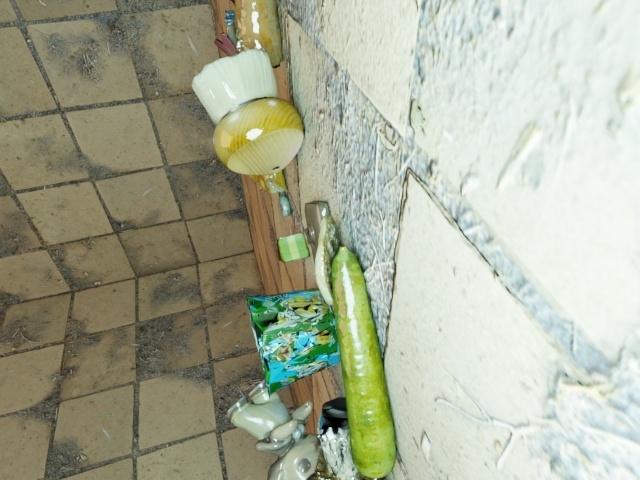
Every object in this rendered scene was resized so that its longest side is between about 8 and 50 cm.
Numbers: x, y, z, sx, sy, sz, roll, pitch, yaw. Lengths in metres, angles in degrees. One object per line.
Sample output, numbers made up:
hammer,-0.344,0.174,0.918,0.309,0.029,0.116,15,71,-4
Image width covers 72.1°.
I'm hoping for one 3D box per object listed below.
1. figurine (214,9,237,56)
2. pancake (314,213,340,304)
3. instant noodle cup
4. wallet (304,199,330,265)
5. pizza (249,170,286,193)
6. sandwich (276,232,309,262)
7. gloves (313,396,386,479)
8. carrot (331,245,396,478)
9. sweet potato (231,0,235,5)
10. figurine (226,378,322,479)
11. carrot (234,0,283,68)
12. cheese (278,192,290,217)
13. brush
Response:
figurine,-0.278,-0.594,1.390,0.260,0.103,0.205,90,163,-53
pancake,0.018,0.031,0.716,0.151,0.025,0.151,-4,-90,-74
instant noodle cup,-0.062,0.217,1.013,0.240,0.178,0.240,167,90,-79
wallet,0.000,0.000,0.842,0.118,0.039,0.152,-163,60,-75
pizza,-0.190,-0.270,1.275,0.335,0.086,0.226,61,160,10
sandwich,-0.071,0.047,1.142,0.116,0.074,0.074,95,160,-58
gloves,0.057,0.451,0.803,0.210,0.135,0.312,155,100,-74
carrot,0.063,0.184,0.668,0.074,0.074,0.358,-162,63,-77
sweet potato,-0.251,-0.716,1.276,0.117,0.049,0.049,107,149,-79
figurine,-0.060,0.508,1.005,0.380,0.203,0.248,52,-157,12
carrot,-0.120,-0.466,0.837,0.102,0.102,0.263,-120,27,-56
cheese,-0.107,-0.111,1.269,0.067,0.026,0.120,92,162,-49
brush,-0.135,-0.234,0.879,0.266,0.174,0.166,80,165,-82
